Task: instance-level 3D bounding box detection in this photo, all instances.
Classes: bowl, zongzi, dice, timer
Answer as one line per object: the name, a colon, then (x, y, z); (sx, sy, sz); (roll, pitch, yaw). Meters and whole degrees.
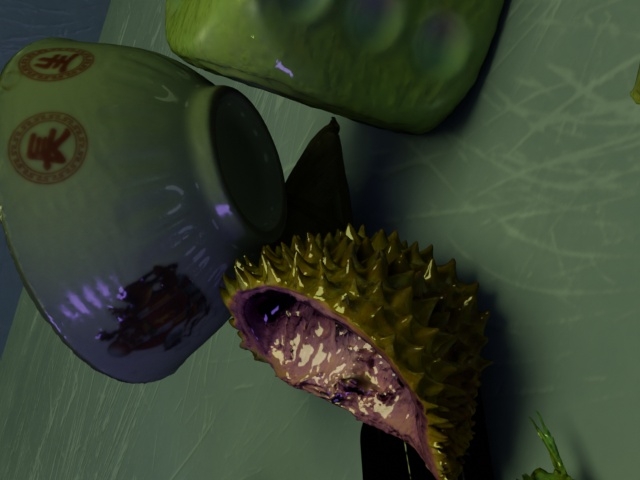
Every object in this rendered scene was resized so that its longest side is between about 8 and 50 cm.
bowl: (-0.131, -0.048, 0.887); (0.158, 0.337, 0.337); (-16, 56, 20)
zongzi: (0.000, 0.000, 0.958); (0.194, 0.099, 0.197); (-115, 40, -52)
dice: (0.010, -0.251, 0.911); (0.250, 0.252, 0.254); (27, 102, 62)
timer: (0.077, 0.203, 0.770); (0.144, 0.055, 0.187); (-45, 39, 47)

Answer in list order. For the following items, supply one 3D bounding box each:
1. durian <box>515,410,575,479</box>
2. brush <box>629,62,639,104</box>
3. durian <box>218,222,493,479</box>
durian: (0.188, 0.241, 0.519); (0.169, 0.157, 0.355); (-41, 24, -12)
brush: (0.261, -0.199, 0.609); (0.068, 0.060, 0.296); (37, 110, 64)
durian: (0.035, 0.053, 0.784); (0.261, 0.186, 0.153); (12, 124, 36)
